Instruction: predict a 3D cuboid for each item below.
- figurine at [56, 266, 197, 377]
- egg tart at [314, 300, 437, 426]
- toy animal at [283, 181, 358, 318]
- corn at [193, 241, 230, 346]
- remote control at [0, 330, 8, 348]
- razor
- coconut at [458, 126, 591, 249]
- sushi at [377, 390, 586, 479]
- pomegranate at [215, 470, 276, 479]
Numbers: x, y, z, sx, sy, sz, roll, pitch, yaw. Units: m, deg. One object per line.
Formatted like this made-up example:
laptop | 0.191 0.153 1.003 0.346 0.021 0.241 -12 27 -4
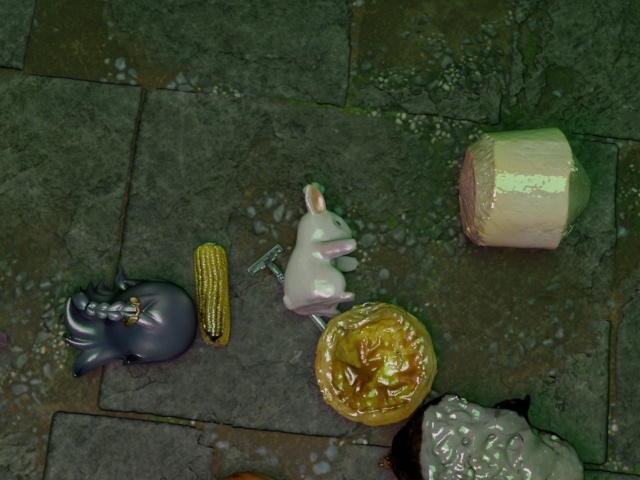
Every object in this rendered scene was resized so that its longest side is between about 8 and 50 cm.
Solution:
figurine | -0.364 0.154 1.812 0.264 0.197 0.175 -12 102 -9
egg tart | 0.102 0.230 1.836 0.241 0.106 0.241 1 86 -8
toy animal | 0.013 0.009 1.863 0.138 0.140 0.283 11 70 0
corn | -0.209 0.104 1.873 0.072 0.072 0.203 -5 78 -4
remote control | -0.718 0.217 1.809 0.250 0.103 0.034 -17 80 -5
razor | -0.045 0.109 1.898 0.084 0.036 0.211 -40 81 -8
coconut | 0.400 -0.098 1.869 0.244 0.239 0.239 -2 77 -3
sushi | 0.305 0.399 1.767 0.348 0.207 0.234 23 64 -4
pomegranate | -0.140 0.510 1.716 0.207 0.207 0.207 1 77 -2
